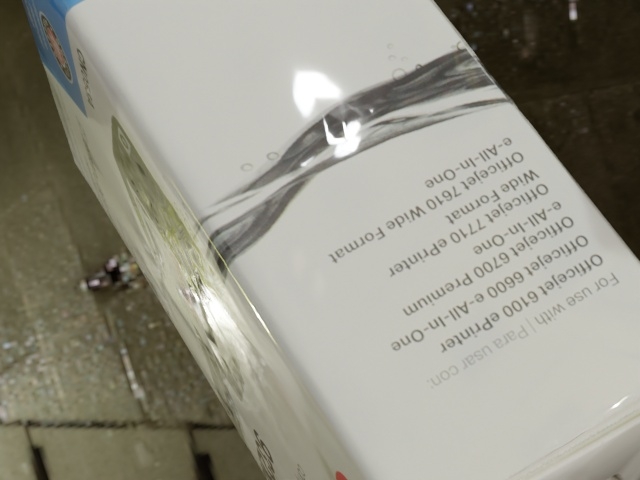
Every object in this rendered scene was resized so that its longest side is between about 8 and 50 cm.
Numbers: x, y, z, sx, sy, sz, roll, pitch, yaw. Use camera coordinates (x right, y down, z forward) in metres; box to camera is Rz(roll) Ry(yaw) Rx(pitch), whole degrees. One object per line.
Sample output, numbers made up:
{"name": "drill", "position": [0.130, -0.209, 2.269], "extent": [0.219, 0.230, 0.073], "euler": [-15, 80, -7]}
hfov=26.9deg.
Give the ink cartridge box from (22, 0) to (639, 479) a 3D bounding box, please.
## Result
{"name": "ink cartridge box", "position": [0.000, 0.000, 0.574], "extent": [0.307, 0.129, 0.223], "euler": [56, 164, 22]}
